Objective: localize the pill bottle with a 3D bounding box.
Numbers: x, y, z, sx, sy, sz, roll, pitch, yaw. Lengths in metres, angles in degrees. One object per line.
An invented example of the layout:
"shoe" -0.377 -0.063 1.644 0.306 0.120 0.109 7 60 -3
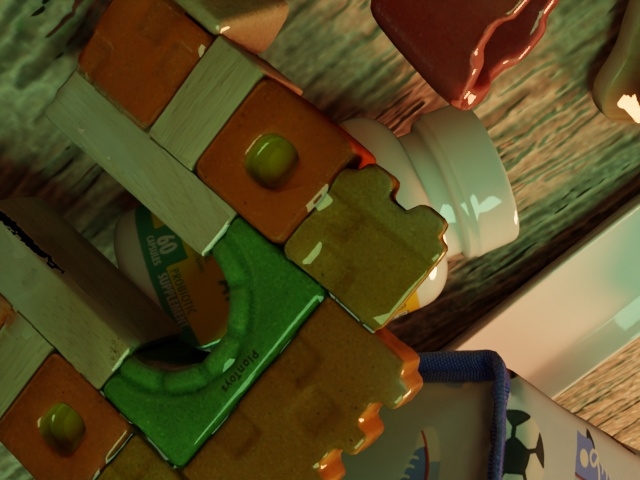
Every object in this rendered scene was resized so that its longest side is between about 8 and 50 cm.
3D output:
"pill bottle" 0.000 0.000 0.492 0.209 0.117 0.117 -22 135 0

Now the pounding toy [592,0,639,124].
"pounding toy" 0.313 -0.078 0.516 0.270 0.154 0.154 10 128 -33

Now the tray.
"tray" 0.198 0.057 0.682 0.270 0.030 0.145 -42 131 18

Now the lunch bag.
"lunch bag" 0.040 0.222 0.616 0.386 0.238 0.328 -15 145 41

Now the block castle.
"block castle" -0.095 0.031 0.279 0.453 0.213 0.303 -52 169 12
